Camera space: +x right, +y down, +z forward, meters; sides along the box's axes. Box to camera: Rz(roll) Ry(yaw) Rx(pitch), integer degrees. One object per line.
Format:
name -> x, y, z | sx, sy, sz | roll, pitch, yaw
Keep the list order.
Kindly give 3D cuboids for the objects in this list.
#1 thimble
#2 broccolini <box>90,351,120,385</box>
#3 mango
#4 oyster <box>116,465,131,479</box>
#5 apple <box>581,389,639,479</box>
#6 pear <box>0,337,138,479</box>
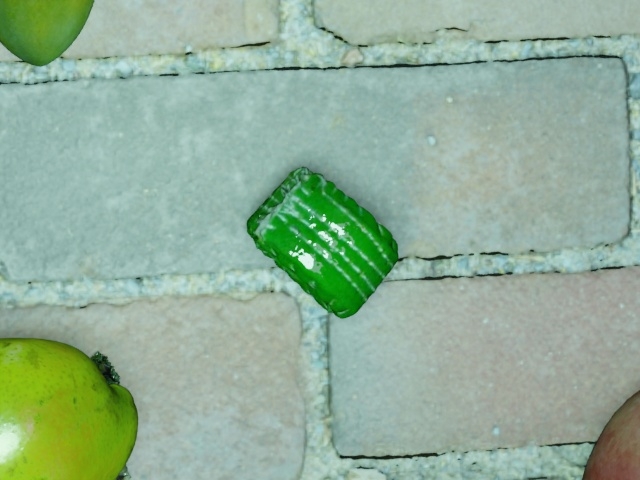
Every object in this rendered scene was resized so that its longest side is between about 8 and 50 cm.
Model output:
thimble -> 0.000, 0.000, 1.790 | 0.090, 0.118, 0.130 | -48, 121, -4
broccolini -> -0.306, 0.146, 1.806 | 0.254, 0.071, 0.057 | -3, 122, -1
mango -> -0.260, -0.277, 1.721 | 0.137, 0.091, 0.237 | -29, 106, -3
oyster -> -0.275, 0.236, 1.802 | 0.209, 0.072, 0.133 | 3, 101, -12
apple -> 0.402, 0.262, 1.832 | 0.345, 0.269, 0.344 | -2, 118, -3
pear -> -0.262, 0.168, 1.694 | 0.220, 0.187, 0.187 | -19, 101, -18
